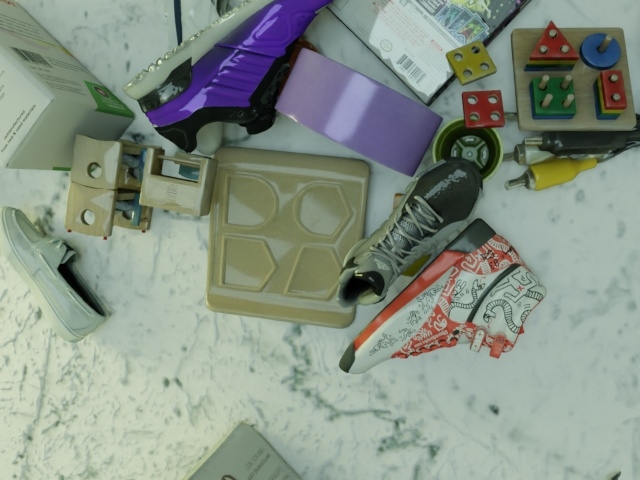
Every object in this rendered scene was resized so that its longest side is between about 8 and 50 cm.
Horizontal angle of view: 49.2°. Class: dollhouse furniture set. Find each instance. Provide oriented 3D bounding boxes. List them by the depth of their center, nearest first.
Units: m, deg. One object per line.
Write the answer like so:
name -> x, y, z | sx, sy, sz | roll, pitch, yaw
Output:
dollhouse furniture set -> -0.225, -0.062, 0.949 | 0.183, 0.129, 0.129 | 12, 97, 10

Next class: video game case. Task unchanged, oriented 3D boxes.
video game case -> 0.128, -0.325, 0.884 | 0.232, 0.042, 0.210 | 45, 103, 7

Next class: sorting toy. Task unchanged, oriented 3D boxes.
sorting toy -> 0.287, -0.196, 0.810 | 0.274, 0.046, 0.132 | 0, 73, 2
sorting toy -> 0.000, 0.000, 0.947 | 0.307, 0.041, 0.229 | 7, 99, 7

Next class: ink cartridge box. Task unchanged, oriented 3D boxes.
ink cartridge box -> -0.424, -0.226, 0.948 | 0.278, 0.201, 0.117 | 43, 102, 8

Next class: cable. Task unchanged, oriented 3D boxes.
cable -> 0.361, -0.129, 0.850 | 0.287, 0.072, 0.140 | 1, 77, 2

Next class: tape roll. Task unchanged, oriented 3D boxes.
tape roll -> 0.046, -0.153, 0.842 | 0.189, 0.189, 0.080 | 28, 101, 11

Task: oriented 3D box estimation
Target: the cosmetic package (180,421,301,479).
cosmetic package -> -0.165, 0.516, 0.874 | 0.327, 0.329, 0.394 | 45, 102, 6

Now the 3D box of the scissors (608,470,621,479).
scissors -> 0.312, 0.429, 0.910 | 0.109, 0.021, 0.297 | 46, 102, 9

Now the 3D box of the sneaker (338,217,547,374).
sneaker -> 0.156, 0.114, 0.886 | 0.145, 0.090, 0.270 | 46, 100, 9

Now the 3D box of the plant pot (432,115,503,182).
plant pot -> 0.184, -0.108, 0.867 | 0.083, 0.079, 0.083 | 1, 94, 15

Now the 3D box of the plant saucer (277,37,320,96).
plant saucer -> -0.036, -0.231, 0.947 | 0.083, 0.013, 0.084 | 1, 95, 13

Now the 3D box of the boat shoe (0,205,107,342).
boat shoe -> -0.392, 0.038, 1.031 | 0.081, 0.079, 0.227 | -32, 91, 5

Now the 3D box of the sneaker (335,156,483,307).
sneaker -> 0.098, 0.007, 0.817 | 0.086, 0.132, 0.229 | 41, 120, 0

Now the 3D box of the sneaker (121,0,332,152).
sneaker -> -0.086, -0.215, 0.879 | 0.293, 0.102, 0.146 | -34, 109, -1

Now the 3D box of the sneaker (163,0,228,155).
sneaker -> -0.149, -0.234, 0.943 | 0.094, 0.090, 0.235 | -6, 95, 4
